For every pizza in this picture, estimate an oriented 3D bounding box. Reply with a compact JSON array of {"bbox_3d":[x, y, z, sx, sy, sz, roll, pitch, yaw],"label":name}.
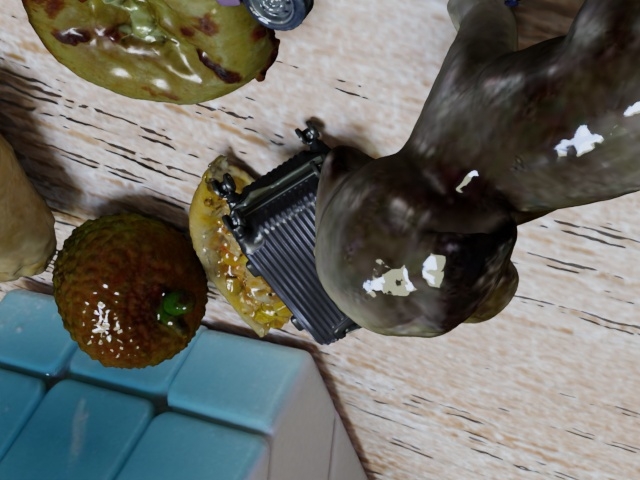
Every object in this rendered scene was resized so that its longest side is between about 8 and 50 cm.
[{"bbox_3d":[-0.030,0.017,0.878,0.131,0.041,0.178,20,146,12],"label":"pizza"}]

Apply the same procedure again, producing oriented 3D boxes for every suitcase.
[{"bbox_3d":[0.000,0.000,0.789,0.086,0.059,0.126,-31,125,9],"label":"suitcase"}]

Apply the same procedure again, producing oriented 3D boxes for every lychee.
[{"bbox_3d":[-0.138,0.036,0.924,0.146,0.114,0.114,24,151,42],"label":"lychee"}]

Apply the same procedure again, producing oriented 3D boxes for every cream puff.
[{"bbox_3d":[-0.087,-0.136,0.672,0.149,0.084,0.149,14,153,7],"label":"cream puff"}]

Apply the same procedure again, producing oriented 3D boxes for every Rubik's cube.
[{"bbox_3d":[-0.161,0.273,1.068,0.316,0.322,0.319,11,144,29],"label":"Rubik's cube"}]

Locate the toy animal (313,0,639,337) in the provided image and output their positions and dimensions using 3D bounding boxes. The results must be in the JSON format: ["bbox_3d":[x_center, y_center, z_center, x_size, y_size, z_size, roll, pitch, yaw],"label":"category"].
[{"bbox_3d":[0.102,-0.044,0.583,0.121,0.169,0.233,45,135,-19],"label":"toy animal"}]

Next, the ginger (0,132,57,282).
[{"bbox_3d":[-0.328,-0.089,0.887,0.354,0.126,0.190,37,153,-17],"label":"ginger"}]

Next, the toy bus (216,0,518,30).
[{"bbox_3d":[0.029,-0.163,0.537,0.199,0.096,0.108,-1,132,36],"label":"toy bus"}]
